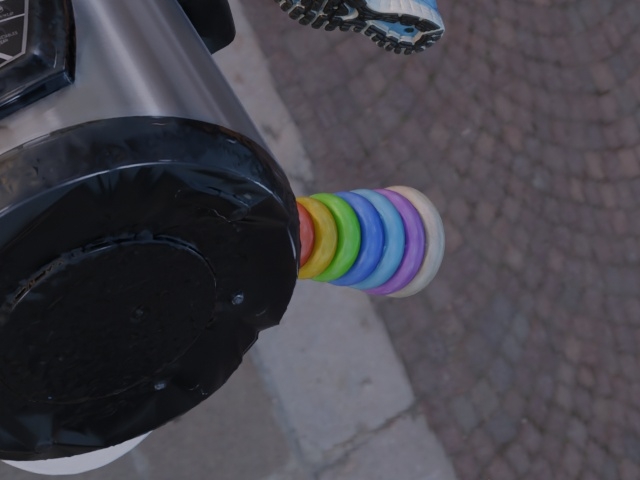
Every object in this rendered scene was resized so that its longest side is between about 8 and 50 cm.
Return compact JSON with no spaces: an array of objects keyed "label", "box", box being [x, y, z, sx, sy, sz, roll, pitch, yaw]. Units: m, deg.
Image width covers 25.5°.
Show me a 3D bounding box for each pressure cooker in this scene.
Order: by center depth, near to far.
[{"label":"pressure cooker","box":[-0.255,-0.070,1.211,0.369,0.375,0.420,6,40,-39]}]

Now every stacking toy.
[{"label":"stacking toy","box":[0.000,0.000,1.663,0.330,0.141,0.141,1,72,-49]}]

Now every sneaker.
[{"label":"sneaker","box":[0.024,-0.205,1.118,0.162,0.063,0.073,20,54,-30]}]

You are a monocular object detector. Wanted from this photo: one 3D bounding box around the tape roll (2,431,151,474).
[{"label":"tape roll","box":[-0.322,0.143,1.748,0.286,0.100,0.286,-1,93,-18]}]
